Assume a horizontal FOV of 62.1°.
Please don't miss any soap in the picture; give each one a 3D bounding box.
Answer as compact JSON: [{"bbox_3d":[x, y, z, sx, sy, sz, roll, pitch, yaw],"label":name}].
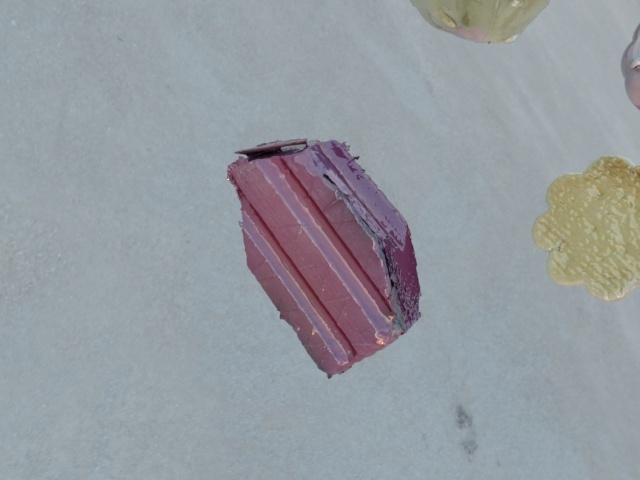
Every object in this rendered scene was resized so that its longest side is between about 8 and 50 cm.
[{"bbox_3d":[0.000,0.000,0.638,0.289,0.182,0.112,52,30,4],"label":"soap"}]

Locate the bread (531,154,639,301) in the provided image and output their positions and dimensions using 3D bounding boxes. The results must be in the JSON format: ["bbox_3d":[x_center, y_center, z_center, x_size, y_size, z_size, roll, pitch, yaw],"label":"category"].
[{"bbox_3d":[0.596,-0.027,1.092,0.054,0.316,0.316,15,57,-46],"label":"bread"}]

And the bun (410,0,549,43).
[{"bbox_3d":[0.300,-0.445,0.951,0.293,0.293,0.187,-22,108,-42],"label":"bun"}]

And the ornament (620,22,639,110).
[{"bbox_3d":[0.508,-0.251,0.730,0.177,0.177,0.178,17,57,-29],"label":"ornament"}]
